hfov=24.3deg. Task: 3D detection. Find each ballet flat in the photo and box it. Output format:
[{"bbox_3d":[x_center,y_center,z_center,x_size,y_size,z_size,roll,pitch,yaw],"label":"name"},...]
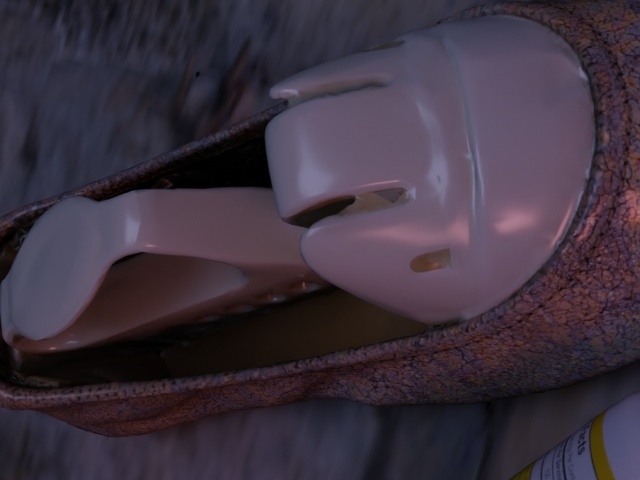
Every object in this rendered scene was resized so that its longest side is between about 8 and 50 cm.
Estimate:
[{"bbox_3d":[0.000,0.000,0.432,0.316,0.106,0.107,-23,64,36],"label":"ballet flat"}]

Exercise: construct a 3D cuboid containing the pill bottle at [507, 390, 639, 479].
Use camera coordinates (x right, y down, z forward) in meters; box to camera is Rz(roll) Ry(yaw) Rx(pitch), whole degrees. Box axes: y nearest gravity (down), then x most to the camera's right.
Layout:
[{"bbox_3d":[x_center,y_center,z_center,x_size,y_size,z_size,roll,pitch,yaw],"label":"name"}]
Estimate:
[{"bbox_3d":[0.078,0.077,0.369,0.116,0.065,0.065,-41,54,27],"label":"pill bottle"}]
